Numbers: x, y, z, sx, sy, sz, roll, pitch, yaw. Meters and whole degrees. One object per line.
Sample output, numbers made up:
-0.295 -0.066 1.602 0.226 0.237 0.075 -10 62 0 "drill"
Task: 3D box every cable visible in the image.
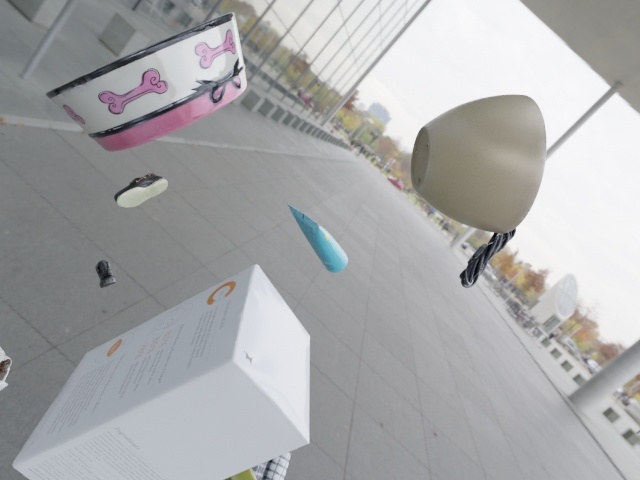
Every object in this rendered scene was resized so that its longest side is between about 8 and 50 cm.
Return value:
0.378 0.034 0.995 0.047 0.151 0.184 42 55 12 "cable"

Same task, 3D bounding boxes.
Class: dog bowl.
-0.339 -0.330 0.940 0.408 0.407 0.150 -113 179 -61 "dog bowl"

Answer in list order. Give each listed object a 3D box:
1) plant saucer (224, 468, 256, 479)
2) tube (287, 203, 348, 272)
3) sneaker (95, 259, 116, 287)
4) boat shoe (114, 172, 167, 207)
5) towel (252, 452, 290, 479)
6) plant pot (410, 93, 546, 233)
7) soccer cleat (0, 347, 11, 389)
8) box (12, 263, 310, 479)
-0.166 0.412 0.816 0.037 0.241 0.241 -21 53 -26 "plant saucer"
0.000 0.000 0.846 0.080 0.052 0.207 30 -12 30 "tube"
-0.701 0.105 1.434 0.170 0.051 0.089 -14 -82 66 "sneaker"
-0.400 -0.112 0.973 0.042 0.049 0.133 32 38 13 "boat shoe"
-0.202 0.598 1.045 0.121 0.283 0.235 30 55 -17 "towel"
0.297 -0.163 0.916 0.190 0.284 0.284 4 19 -4 "plant pot"
-0.726 0.263 0.981 0.196 0.076 0.068 55 -19 42 "soccer cleat"
-0.202 0.219 0.642 0.168 0.345 0.215 57 14 -23 "box"
